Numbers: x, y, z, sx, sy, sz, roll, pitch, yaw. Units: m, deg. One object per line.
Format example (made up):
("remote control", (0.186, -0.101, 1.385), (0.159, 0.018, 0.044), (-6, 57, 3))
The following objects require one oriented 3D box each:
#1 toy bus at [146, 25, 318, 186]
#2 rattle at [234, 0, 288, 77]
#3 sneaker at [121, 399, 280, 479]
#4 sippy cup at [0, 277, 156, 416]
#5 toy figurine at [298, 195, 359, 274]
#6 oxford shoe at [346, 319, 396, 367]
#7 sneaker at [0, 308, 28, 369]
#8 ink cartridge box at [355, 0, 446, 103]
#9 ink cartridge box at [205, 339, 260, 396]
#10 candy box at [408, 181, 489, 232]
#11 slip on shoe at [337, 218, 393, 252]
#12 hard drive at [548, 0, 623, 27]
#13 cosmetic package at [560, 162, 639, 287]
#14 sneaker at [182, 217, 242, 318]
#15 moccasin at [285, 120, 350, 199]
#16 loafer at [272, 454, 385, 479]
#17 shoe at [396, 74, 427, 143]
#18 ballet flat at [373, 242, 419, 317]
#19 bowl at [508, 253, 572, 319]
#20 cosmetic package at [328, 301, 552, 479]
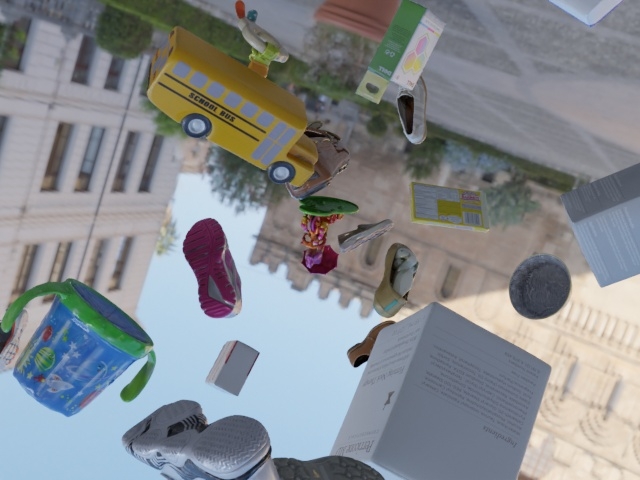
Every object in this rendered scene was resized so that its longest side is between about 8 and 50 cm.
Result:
("toy bus", (-0.140, -0.226, 1.444), (0.333, 0.130, 0.108), (27, -149, -27))
("rattle", (-0.183, -0.495, 2.106), (0.199, 0.142, 0.130), (46, -140, 20))
("sneaker", (-0.181, 0.384, 1.324), (0.137, 0.210, 0.366), (-33, -163, -36))
("sippy cup", (-0.509, 0.235, 1.728), (0.305, 0.224, 0.240), (40, 176, 0))
("toy figurine", (0.000, 0.000, 1.757), (0.130, 0.159, 0.173), (13, -164, 18))
("oxford shoe", (0.180, 0.349, 2.742), (0.076, 0.212, 0.076), (36, -161, -28))
("sneaker", (-0.755, 0.234, 1.973), (0.065, 0.157, 0.061), (13, 153, 8))
("ink cartridge box", (0.163, -0.367, 1.661), (0.062, 0.209, 0.109), (34, -167, 26))
("ink cartridge box", (-0.178, 0.256, 1.661), (0.056, 0.099, 0.135), (30, 166, -10))
("candy box", (0.318, -0.082, 2.044), (0.206, 0.105, 0.027), (8, 151, -16))
("slip on shoe", (0.097, -0.019, 1.834), (0.051, 0.135, 0.041), (11, -127, -58))
("hard drive", (0.437, -0.514, 1.428), (0.040, 0.210, 0.318), (44, -174, -48))
("cosmetic package", (0.477, -0.042, 1.161), (0.238, 0.127, 0.107), (-23, -156, 14))
("sneaker", (-0.238, 0.071, 1.859), (0.103, 0.252, 0.111), (-15, 157, 5))
("moccasin", (-0.030, -0.188, 1.772), (0.147, 0.139, 0.380), (61, -162, -7))
("loafer", (-0.009, 0.467, 1.533), (0.320, 0.111, 0.112), (15, -149, -32))
("shoe", (0.250, -0.375, 2.264), (0.077, 0.219, 0.058), (-17, 161, 39))
("ballet flat", (0.168, 0.069, 1.673), (0.080, 0.073, 0.232), (39, -143, -13))
("bowl", (0.563, 0.123, 2.058), (0.080, 0.170, 0.170), (23, -176, -44))
("cosmetic package", (0.265, 0.412, 1.901), (0.327, 0.393, 0.329), (29, 155, -8))
